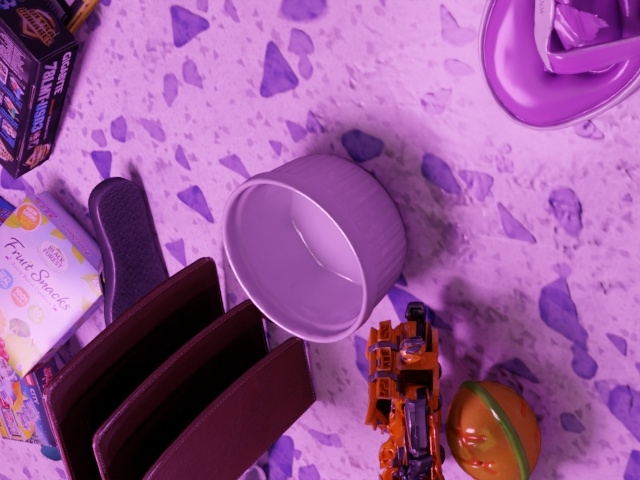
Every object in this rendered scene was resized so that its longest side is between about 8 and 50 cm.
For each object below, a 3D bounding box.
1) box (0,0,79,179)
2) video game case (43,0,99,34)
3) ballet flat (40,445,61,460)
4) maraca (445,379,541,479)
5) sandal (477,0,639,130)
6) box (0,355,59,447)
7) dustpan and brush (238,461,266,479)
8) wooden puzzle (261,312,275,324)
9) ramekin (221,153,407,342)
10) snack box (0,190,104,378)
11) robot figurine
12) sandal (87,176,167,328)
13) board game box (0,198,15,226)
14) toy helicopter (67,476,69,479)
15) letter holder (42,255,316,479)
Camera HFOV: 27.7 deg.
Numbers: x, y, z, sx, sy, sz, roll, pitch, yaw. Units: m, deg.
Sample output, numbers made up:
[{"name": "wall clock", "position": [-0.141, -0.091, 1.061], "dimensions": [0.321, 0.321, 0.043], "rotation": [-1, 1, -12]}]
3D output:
[{"name": "box", "position": [-0.451, -0.266, 1.698], "dimensions": [0.295, 0.073, 0.293], "rotation": [47, 149, 9]}, {"name": "video game case", "position": [-0.338, -0.406, 1.547], "dimensions": [0.275, 0.035, 0.248], "rotation": [54, 140, -1]}, {"name": "ballet flat", "position": [-0.387, 0.300, 2.074], "dimensions": [0.074, 0.074, 0.203], "rotation": [56, 142, -4]}, {"name": "maraca", "position": [0.194, 0.228, 1.456], "dimensions": [0.127, 0.099, 0.186], "rotation": [55, 166, 37]}, {"name": "sandal", "position": [0.246, -0.222, 1.075], "dimensions": [0.169, 0.102, 0.416], "rotation": [49, 140, 4]}, {"name": "box", "position": [-0.466, 0.200, 2.000], "dimensions": [0.159, 0.044, 0.233], "rotation": [-1, 110, 43]}, {"name": "dustpan and brush", "position": [-0.119, 0.330, 1.829], "dimensions": [0.060, 0.147, 0.211], "rotation": [41, 114, 42]}, {"name": "wooden puzzle", "position": [-0.056, 0.087, 1.657], "dimensions": [0.083, 0.006, 0.049], "rotation": [22, 131, 31]}, {"name": "ramekin", "position": [0.000, 0.000, 1.463], "dimensions": [0.207, 0.109, 0.207], "rotation": [24, 133, 29]}, {"name": "snack box", "position": [-0.406, 0.062, 1.846], "dimensions": [0.174, 0.070, 0.207], "rotation": [46, 107, 3]}, {"name": "robot figurine", "position": [0.096, 0.209, 1.457], "dimensions": [0.085, 0.211, 0.291], "rotation": [-2, 134, 5]}, {"name": "sandal", "position": [-0.262, 0.033, 1.757], "dimensions": [0.054, 0.097, 0.255], "rotation": [20, 121, 47]}, {"name": "board game box", "position": [-0.467, 0.050, 1.986], "dimensions": [0.160, 0.047, 0.210], "rotation": [35, 136, 19]}, {"name": "toy helicopter", "position": [-0.285, 0.400, 2.006], "dimensions": [0.235, 0.140, 0.355], "rotation": [27, 162, -16]}, {"name": "letter holder", "position": [-0.166, 0.185, 1.592], "dimensions": [0.152, 0.302, 0.214], "rotation": [19, 134, 33]}]
